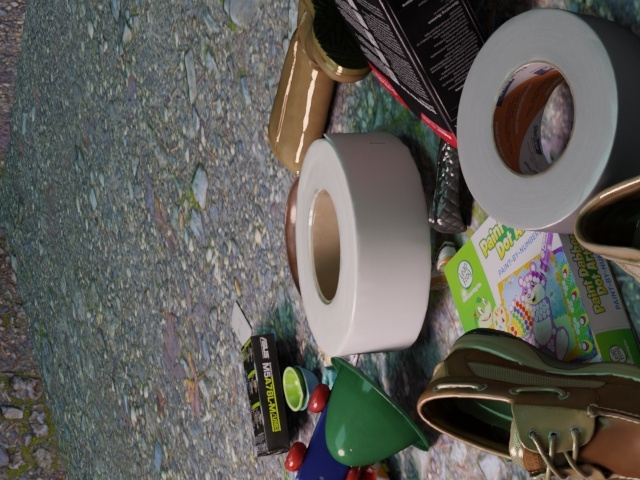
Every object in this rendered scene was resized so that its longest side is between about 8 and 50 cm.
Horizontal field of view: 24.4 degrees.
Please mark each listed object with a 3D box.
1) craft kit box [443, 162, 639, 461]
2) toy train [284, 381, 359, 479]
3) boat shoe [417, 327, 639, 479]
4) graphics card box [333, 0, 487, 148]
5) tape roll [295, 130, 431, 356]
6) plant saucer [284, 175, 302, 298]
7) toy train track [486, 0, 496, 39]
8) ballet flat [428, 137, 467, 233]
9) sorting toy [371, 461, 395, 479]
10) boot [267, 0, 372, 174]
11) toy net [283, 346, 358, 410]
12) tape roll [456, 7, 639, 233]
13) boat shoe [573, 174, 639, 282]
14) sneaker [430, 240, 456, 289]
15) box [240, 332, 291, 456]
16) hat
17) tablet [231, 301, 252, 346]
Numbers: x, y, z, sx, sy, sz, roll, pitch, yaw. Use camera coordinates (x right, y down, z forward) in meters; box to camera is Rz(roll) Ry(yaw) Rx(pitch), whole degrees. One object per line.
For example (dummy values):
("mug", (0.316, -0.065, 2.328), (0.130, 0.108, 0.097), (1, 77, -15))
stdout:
("craft kit box", (0.235, 0.082, 1.596), (0.250, 0.061, 0.246), (124, 138, -56))
("toy train", (-0.004, 0.324, 2.041), (0.143, 0.105, 0.248), (119, 174, -73))
("boat shoe", (0.232, 0.184, 1.433), (0.324, 0.120, 0.122), (13, 131, 44))
("graphics card box", (0.067, -0.293, 1.622), (0.371, 0.094, 0.233), (56, 177, -34))
("tape roll", (0.050, 0.005, 1.907), (0.286, 0.100, 0.286), (177, 90, -75))
("plant saucer", (0.000, 0.000, 2.145), (0.198, 0.036, 0.198), (175, 90, -66))
("toy train track", (0.190, -0.230, 1.682), (0.048, 0.014, 0.083), (-149, 57, -62))
("ballet flat", (0.162, -0.092, 1.757), (0.057, 0.049, 0.173), (-78, -4, -72))
("sorting toy", (0.074, 0.325, 2.042), (0.075, 0.045, 0.083), (-110, 27, -47))
("boot", (-0.001, -0.202, 2.052), (0.236, 0.089, 0.269), (-102, 22, -48))
("toy net", (0.008, 0.200, 2.159), (0.232, 0.045, 0.122), (118, 141, -52))
("tape roll", (0.233, -0.116, 1.461), (0.219, 0.072, 0.219), (-9, 79, 52))
("boat shoe", (0.330, -0.019, 1.236), (0.341, 0.110, 0.121), (151, 135, -67))
("sneaker", (0.149, 0.031, 1.822), (0.083, 0.032, 0.037), (124, 152, -53))
("box", (-0.087, 0.248, 2.341), (0.190, 0.045, 0.184), (124, 140, -77))
("hat", (0.021, 0.273, 1.889), (0.173, 0.183, 0.208), (47, 170, -14))
("tablet", (-0.136, 0.149, 2.531), (0.083, 0.006, 0.054), (-123, 35, -48))
